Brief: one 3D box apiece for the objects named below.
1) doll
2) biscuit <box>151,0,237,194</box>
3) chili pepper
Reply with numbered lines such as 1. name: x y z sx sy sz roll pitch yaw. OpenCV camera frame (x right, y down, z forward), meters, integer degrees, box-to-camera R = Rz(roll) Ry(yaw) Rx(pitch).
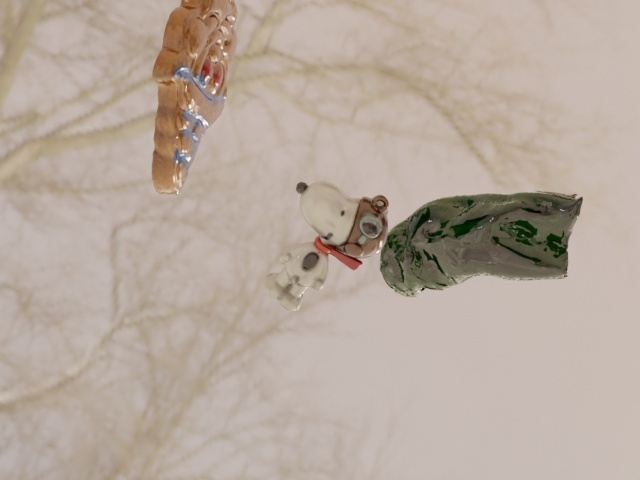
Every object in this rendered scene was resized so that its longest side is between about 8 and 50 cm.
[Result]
1. doll: 0.004 0.005 0.899 0.058 0.040 0.085 22 -68 6
2. biscuit: -0.114 -0.178 1.523 0.043 0.280 0.183 16 3 9
3. chili pepper: 0.154 0.000 1.528 0.224 0.098 0.061 -12 -15 38
